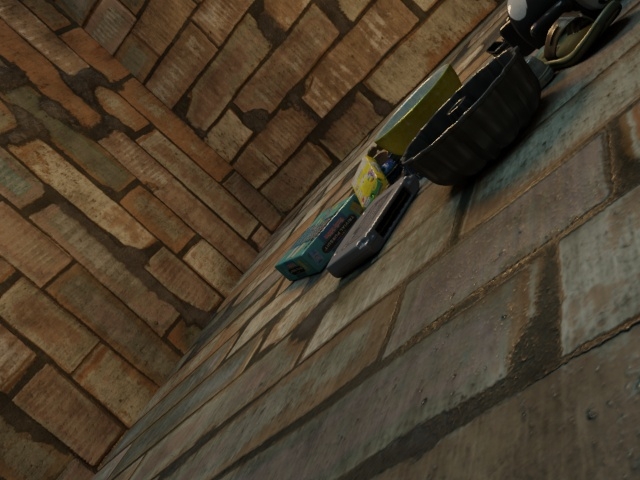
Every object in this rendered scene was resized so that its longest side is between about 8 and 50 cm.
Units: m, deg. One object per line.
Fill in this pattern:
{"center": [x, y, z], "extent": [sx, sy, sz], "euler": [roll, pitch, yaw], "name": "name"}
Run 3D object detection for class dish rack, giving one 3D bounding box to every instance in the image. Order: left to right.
{"center": [0.611, -0.622, 1.970], "extent": [0.271, 0.074, 0.208], "euler": [-45, 9, 16], "name": "dish rack"}

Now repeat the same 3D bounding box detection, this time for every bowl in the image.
{"center": [0.297, -0.320, 1.855], "extent": [0.289, 0.156, 0.289], "euler": [-46, 8, 8], "name": "bowl"}

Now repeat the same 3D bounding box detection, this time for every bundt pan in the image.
{"center": [0.323, -0.239, 1.422], "extent": [0.331, 0.124, 0.331], "euler": [-45, 7, 8], "name": "bundt pan"}

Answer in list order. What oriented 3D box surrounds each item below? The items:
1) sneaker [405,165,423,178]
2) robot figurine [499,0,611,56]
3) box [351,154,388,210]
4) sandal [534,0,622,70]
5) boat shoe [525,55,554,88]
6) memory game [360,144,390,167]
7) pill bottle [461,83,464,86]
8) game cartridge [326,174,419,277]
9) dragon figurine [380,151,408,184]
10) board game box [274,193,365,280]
{"center": [0.282, -0.206, 1.802], "extent": [0.058, 0.052, 0.135], "euler": [-41, 10, -36], "name": "sneaker"}
{"center": [0.555, -0.557, 1.599], "extent": [0.278, 0.173, 0.209], "euler": [-39, 50, 48], "name": "robot figurine"}
{"center": [0.145, -0.165, 1.993], "extent": [0.179, 0.043, 0.105], "euler": [-105, 36, -57], "name": "box"}
{"center": [0.518, -0.429, 1.451], "extent": [0.120, 0.086, 0.303], "euler": [-49, 8, -9], "name": "sandal"}
{"center": [0.435, -0.357, 1.558], "extent": [0.079, 0.081, 0.227], "euler": [-50, 8, -21], "name": "boat shoe"}
{"center": [0.182, -0.233, 2.129], "extent": [0.186, 0.012, 0.186], "euler": [-29, -42, -30], "name": "memory game"}
{"center": [0.385, -0.408, 2.073], "extent": [0.087, 0.087, 0.160], "euler": [-37, 13, 52], "name": "pill bottle"}
{"center": [0.129, -0.033, 1.719], "extent": [0.196, 0.060, 0.294], "euler": [-33, 16, 49], "name": "game cartridge"}
{"center": [0.235, -0.233, 2.020], "extent": [0.289, 0.085, 0.144], "euler": [-52, 9, -29], "name": "dragon figurine"}
{"center": [0.000, 0.000, 2.157], "extent": [0.254, 0.079, 0.336], "euler": [-50, 8, -17], "name": "board game box"}
